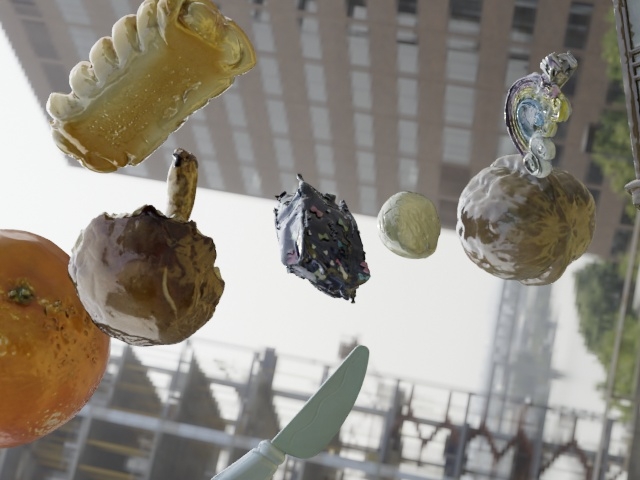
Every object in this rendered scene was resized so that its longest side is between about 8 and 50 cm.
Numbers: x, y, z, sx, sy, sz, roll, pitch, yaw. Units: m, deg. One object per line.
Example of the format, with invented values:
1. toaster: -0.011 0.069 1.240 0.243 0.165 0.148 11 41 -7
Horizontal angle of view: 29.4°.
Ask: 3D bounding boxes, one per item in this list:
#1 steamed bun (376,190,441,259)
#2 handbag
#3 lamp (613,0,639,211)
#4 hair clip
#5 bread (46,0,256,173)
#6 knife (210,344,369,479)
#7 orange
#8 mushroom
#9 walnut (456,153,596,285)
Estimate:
1. steamed bun: 0.156 -0.023 2.246 0.091 0.112 0.130 -34 59 52
2. handbag: 0.000 0.000 2.117 0.113 0.162 0.260 -50 28 23
3. lamp: 0.288 -0.168 0.989 0.090 0.089 0.325 32 -130 -47
4. hair clip: 0.296 -0.175 1.641 0.172 0.049 0.116 108 148 -41
5. bread: -0.254 -0.227 1.724 0.173 0.311 0.121 39 -156 -36
6. knife: -0.036 0.282 1.722 0.331 0.080 0.044 -43 16 3
7. orange: -0.587 0.168 2.203 0.326 0.424 0.424 -43 26 53
8. mushroom: -0.221 0.020 1.864 0.302 0.208 0.233 -38 -50 -41
9. walnut: 0.373 -0.033 2.202 0.248 0.248 0.248 10 -90 -81
